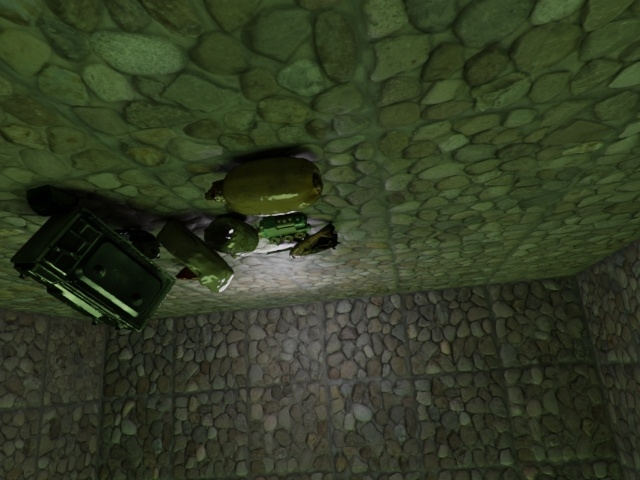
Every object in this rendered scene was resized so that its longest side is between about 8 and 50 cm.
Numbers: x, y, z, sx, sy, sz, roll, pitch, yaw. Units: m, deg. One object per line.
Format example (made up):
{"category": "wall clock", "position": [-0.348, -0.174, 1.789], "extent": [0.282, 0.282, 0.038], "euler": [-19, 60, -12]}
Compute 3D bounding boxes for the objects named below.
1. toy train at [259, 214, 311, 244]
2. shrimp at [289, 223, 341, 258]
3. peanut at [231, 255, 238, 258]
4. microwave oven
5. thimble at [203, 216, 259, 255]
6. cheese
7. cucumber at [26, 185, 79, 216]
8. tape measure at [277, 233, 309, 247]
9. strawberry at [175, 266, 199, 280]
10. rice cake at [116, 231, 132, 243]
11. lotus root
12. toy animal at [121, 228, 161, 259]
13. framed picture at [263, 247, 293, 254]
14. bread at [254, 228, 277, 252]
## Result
{"category": "toy train", "position": [-0.136, -0.050, 1.755], "extent": [0.194, 0.080, 0.125], "euler": [-11, 150, 5]}
{"category": "shrimp", "position": [-0.004, -0.007, 1.877], "extent": [0.289, 0.075, 0.178], "euler": [-12, 157, -36]}
{"category": "peanut", "position": [-0.378, 0.053, 2.089], "extent": [0.054, 0.053, 0.113], "euler": [7, 157, -34]}
{"category": "microwave oven", "position": [-0.762, 0.114, 1.514], "extent": [0.333, 0.247, 0.394], "euler": [-2, 140, 45]}
{"category": "thimble", "position": [-0.345, -0.014, 1.734], "extent": [0.191, 0.137, 0.143], "euler": [3, 171, 32]}
{"category": "cheese", "position": [-0.468, 0.059, 1.712], "extent": [0.326, 0.115, 0.318], "euler": [43, 173, -23]}
{"category": "cucumber", "position": [-0.827, -0.116, 1.396], "extent": [0.115, 0.062, 0.116], "euler": [-14, 163, 17]}
{"category": "tape measure", "position": [-0.126, -0.016, 1.888], "extent": [0.125, 0.074, 0.118], "euler": [3, 157, -41]}
{"category": "strawberry", "position": [-0.640, 0.166, 2.347], "extent": [0.193, 0.085, 0.140], "euler": [-3, 172, 13]}
{"category": "rice cake", "position": [-0.794, 0.013, 1.861], "extent": [0.127, 0.043, 0.237], "euler": [-9, 162, 14]}
{"category": "lotus root", "position": [-0.162, -0.154, 1.290], "extent": [0.343, 0.151, 0.169], "euler": [-4, 149, 13]}
{"category": "toy animal", "position": [-0.666, 0.017, 1.698], "extent": [0.121, 0.093, 0.225], "euler": [2, -171, -34]}
{"category": "framed picture", "position": [-0.227, 0.023, 2.091], "extent": [0.197, 0.014, 0.252], "euler": [-11, 162, 20]}
{"category": "bread", "position": [-0.276, 0.007, 1.955], "extent": [0.229, 0.033, 0.228], "euler": [-1, 156, -1]}
